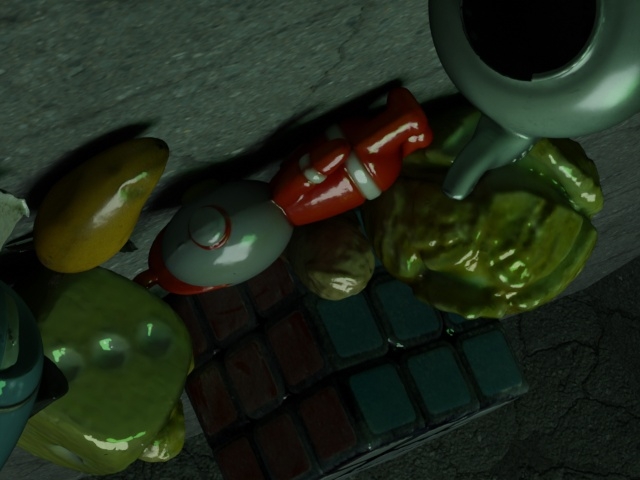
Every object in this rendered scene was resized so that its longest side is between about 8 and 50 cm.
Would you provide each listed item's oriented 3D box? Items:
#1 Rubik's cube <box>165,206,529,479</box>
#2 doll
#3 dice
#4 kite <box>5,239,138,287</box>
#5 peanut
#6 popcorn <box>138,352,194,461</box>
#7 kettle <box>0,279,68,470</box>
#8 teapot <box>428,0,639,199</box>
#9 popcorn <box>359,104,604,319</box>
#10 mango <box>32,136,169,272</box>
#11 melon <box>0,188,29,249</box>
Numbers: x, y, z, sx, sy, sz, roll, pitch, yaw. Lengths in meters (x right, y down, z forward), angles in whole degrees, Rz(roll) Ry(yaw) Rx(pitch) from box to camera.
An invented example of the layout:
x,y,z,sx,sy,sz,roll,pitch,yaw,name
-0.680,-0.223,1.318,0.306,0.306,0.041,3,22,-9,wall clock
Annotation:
x,y,z,sx,sy,sz,roll,pitch,yaw,name
0.024,0.137,2.087,0.301,0.305,0.304,-16,168,-41,Rubik's cube
-0.043,-0.041,1.632,0.336,0.105,0.200,-32,172,4,doll
-0.243,0.127,1.638,0.169,0.169,0.166,-17,-136,57,dice
-0.234,0.010,1.529,0.137,0.005,0.152,0,-157,18,kite
0.000,0.000,1.754,0.099,0.099,0.214,-23,-160,-4,peanut
-0.250,0.191,2.027,0.226,0.203,0.200,-32,176,-6,popcorn
-0.408,0.137,1.428,0.319,0.247,0.342,22,133,-38,kettle
0.168,-0.170,1.177,0.129,0.193,0.294,-19,134,-62,teapot
0.164,-0.036,1.788,0.225,0.276,0.276,-64,163,4,popcorn
-0.195,-0.026,1.421,0.098,0.075,0.190,-34,177,-42,mango
-0.308,-0.003,1.263,0.202,0.093,0.139,-24,163,-28,melon
